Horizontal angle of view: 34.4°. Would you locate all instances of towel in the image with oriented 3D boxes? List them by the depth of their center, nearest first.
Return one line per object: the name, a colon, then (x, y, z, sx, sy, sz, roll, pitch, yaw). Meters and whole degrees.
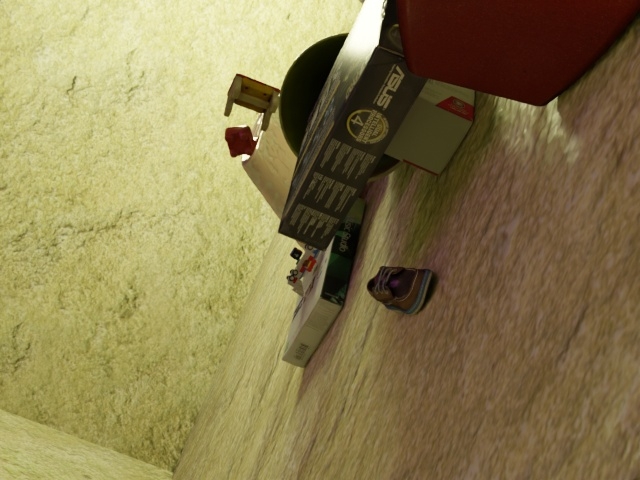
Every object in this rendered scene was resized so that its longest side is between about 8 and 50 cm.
towel: (-0.056, -0.149, 2.475, 0.053, 0.332, 0.317, -22, 31, 27)

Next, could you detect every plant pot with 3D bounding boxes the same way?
plant pot: (0.222, -0.316, 1.211, 0.236, 0.267, 0.267, 102, -176, -55)
plant pot: (0.089, -0.262, 2.023, 0.275, 0.275, 0.293, -66, -9, 14)

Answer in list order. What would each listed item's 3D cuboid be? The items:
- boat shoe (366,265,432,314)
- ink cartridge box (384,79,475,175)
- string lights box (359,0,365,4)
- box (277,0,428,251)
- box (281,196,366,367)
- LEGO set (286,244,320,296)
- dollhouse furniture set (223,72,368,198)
boat shoe: (0.109, 0.071, 1.513, 0.183, 0.066, 0.066, 138, 153, -73)
ink cartridge box: (0.170, -0.222, 1.690, 0.176, 0.128, 0.127, -76, 11, -49)
string lights box: (0.189, -0.621, 2.269, 0.259, 0.077, 0.133, -45, 2, 22)
box: (0.062, -0.225, 1.609, 0.318, 0.097, 0.395, -76, 12, -47)
box: (0.009, 0.082, 2.215, 0.232, 0.058, 0.322, 120, 168, -45)
LEGO set: (0.000, 0.000, 2.200, 0.244, 0.060, 0.182, -48, 15, 40)
dollhouse furniture set: (-0.041, -0.230, 2.265, 0.152, 0.374, 0.201, -83, 18, -48)
